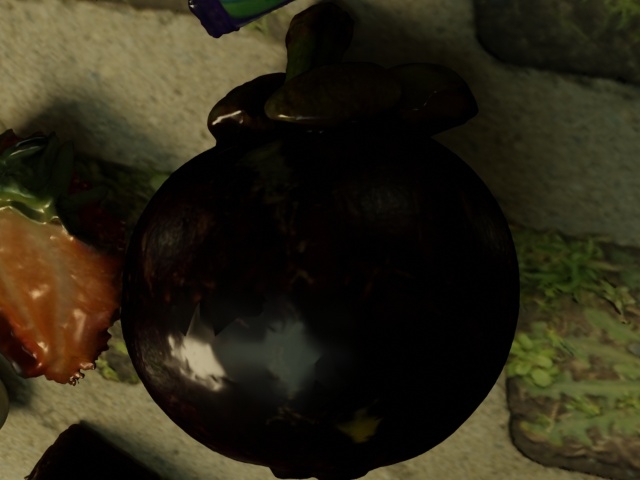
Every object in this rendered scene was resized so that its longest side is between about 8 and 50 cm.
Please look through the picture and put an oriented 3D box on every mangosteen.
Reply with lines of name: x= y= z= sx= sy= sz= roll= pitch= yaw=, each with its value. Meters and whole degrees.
mangosteen: x=0.000 y=0.000 z=0.827 sx=0.228 sy=0.228 sz=0.265 roll=0 pitch=91 yaw=23

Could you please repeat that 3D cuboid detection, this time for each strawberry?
strawberry: x=-0.185 y=0.002 z=0.977 sx=0.140 sy=0.085 sz=0.192 roll=-25 pitch=122 yaw=28

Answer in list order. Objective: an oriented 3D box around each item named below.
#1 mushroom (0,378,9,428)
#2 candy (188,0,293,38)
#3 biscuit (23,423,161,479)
mushroom: x=-0.284 y=0.129 z=1.132 sx=0.085 sy=0.079 sz=0.085 roll=13 pitch=136 yaw=13
candy: x=0.001 y=-0.193 z=0.744 sx=0.275 sy=0.070 sz=0.145 roll=-19 pitch=128 yaw=32
biscuit: x=-0.073 y=0.295 z=1.165 sx=0.388 sy=0.107 sz=0.073 roll=36 pitch=130 yaw=-9
